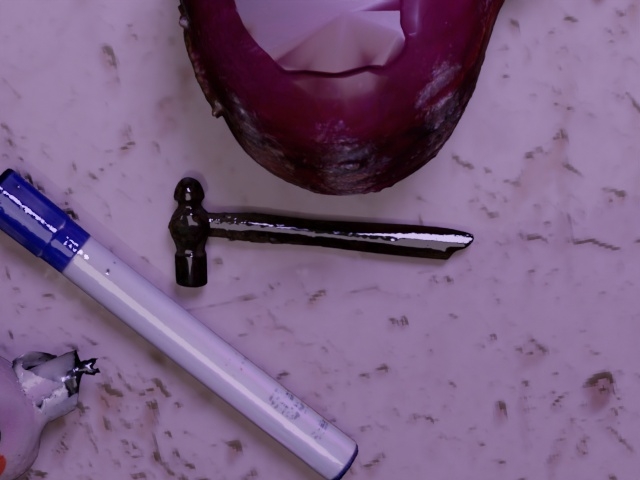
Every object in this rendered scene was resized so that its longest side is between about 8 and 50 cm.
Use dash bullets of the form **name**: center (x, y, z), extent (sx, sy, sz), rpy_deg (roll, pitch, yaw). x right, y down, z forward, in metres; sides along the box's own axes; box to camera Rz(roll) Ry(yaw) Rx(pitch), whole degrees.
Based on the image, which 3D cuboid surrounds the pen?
- **pen**: center (-0.086, 0.053, 0.748), extent (0.269, 0.033, 0.033), rpy_deg (38, 101, -8)

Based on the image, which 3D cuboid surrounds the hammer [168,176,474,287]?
- **hammer**: center (0.000, 0.000, 0.742), extent (0.178, 0.021, 0.065), rpy_deg (3, 104, -3)

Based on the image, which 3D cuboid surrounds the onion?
- **onion**: center (0.035, -0.128, 0.659), extent (0.218, 0.140, 0.195), rpy_deg (-18, 96, 1)

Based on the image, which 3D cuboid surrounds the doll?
- **doll**: center (-0.230, 0.132, 0.737), extent (0.149, 0.095, 0.192), rpy_deg (21, 101, -11)
